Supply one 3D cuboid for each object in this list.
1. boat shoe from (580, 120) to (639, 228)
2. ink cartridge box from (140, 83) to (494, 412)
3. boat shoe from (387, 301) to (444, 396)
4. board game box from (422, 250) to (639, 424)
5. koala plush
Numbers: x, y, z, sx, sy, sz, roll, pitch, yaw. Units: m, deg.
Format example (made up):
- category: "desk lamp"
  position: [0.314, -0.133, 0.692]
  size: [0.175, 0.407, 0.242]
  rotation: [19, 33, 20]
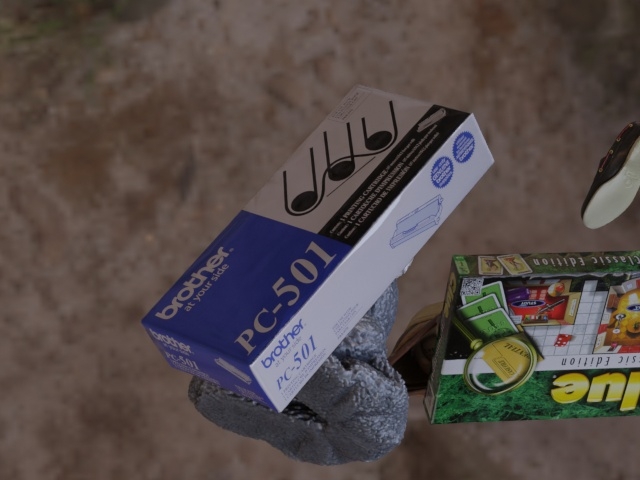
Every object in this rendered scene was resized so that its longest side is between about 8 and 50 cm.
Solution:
- category: "boat shoe"
  position: [0.336, -0.073, 2.221]
  size: [0.049, 0.042, 0.133]
  rotation: [24, 104, -34]
- category: "ink cartridge box"
  position: [0.000, 0.000, 1.141]
  size: [0.207, 0.097, 0.046]
  rotation: [-49, 132, -23]
- category: "boat shoe"
  position: [0.186, 0.115, 2.213]
  size: [0.123, 0.342, 0.123]
  rotation: [-37, 101, -37]
- category: "board game box"
  position: [0.207, 0.065, 1.349]
  size: [0.030, 0.260, 0.136]
  rotation: [-106, -162, -48]
- category: "koala plush"
  position: [0.014, 0.089, 1.932]
  size: [0.203, 0.196, 0.221]
  rotation: [30, 48, -6]
